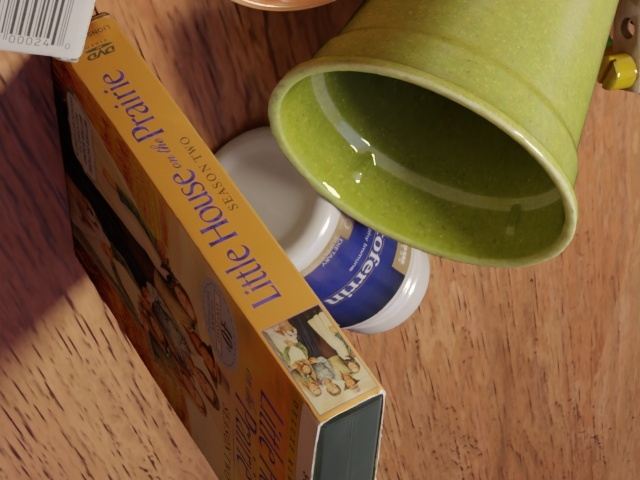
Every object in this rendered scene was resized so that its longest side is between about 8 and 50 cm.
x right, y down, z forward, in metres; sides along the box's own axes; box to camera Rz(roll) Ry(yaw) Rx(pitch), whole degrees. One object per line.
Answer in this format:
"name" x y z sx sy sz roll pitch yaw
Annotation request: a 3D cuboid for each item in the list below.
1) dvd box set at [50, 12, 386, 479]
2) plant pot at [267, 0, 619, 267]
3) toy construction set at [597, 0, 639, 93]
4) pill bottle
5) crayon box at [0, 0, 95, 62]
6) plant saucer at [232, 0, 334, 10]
"dvd box set" -0.091 0.061 1.442 0.062 0.420 0.308 -25 149 -20
"plant pot" 0.131 -0.158 1.510 0.254 0.276 0.276 -63 159 -24
"toy construction set" 0.329 -0.202 1.659 0.237 0.309 0.257 -4 129 -36
"pill bottle" 0.000 0.000 1.720 0.153 0.153 0.264 -42 150 9
"crayon box" -0.218 -0.268 1.123 0.202 0.081 0.318 6 134 -19
"plant saucer" -0.016 -0.271 1.397 0.200 0.037 0.200 -11 135 -11
